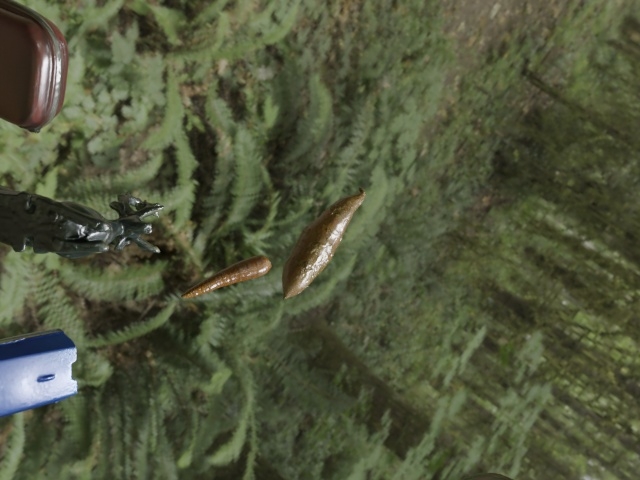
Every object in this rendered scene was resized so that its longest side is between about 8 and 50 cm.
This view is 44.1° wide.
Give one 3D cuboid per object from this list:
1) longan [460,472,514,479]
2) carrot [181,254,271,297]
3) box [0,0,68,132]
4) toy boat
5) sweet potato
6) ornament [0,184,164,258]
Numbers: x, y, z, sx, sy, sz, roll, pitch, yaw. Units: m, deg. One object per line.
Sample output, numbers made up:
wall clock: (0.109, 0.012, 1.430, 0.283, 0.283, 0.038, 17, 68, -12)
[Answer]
longan: (0.270, 0.445, 1.222, 0.167, 0.167, 0.187, -49, -173, -27)
carrot: (-0.202, 0.080, 1.694, 0.216, 0.048, 0.048, -21, 156, -26)
box: (-0.719, -0.408, 1.720, 0.108, 0.404, 0.263, -34, 147, -58)
toy boat: (-0.541, 0.224, 1.248, 0.295, 0.088, 0.129, -10, 110, -39)
sweet potato: (0.000, 0.000, 1.150, 0.206, 0.060, 0.068, -52, -178, -12)
ornament: (-0.307, -0.025, 1.010, 0.236, 0.202, 0.080, -18, 118, -74)
